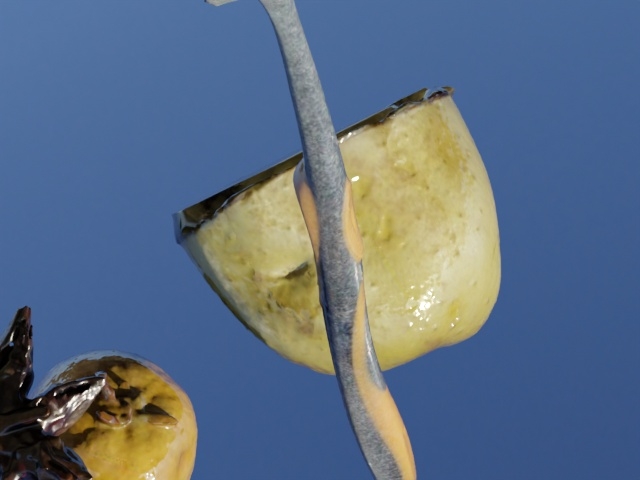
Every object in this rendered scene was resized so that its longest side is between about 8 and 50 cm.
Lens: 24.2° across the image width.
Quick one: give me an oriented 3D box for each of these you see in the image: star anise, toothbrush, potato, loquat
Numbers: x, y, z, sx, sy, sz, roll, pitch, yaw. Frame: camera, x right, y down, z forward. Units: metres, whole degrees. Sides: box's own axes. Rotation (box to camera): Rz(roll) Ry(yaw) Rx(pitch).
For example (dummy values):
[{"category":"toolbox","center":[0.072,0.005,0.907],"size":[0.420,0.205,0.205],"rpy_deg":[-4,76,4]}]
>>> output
[{"category":"star anise","center":[-0.254,0.139,1.234],"size":[0.212,0.053,0.157],"rpy_deg":[24,-108,28]},{"category":"toothbrush","center":[0.003,0.000,0.536],"size":[0.031,0.321,0.023],"rpy_deg":[-1,-135,19]},{"category":"potato","center":[0.040,0.007,1.297],"size":[0.285,0.242,0.242],"rpy_deg":[-26,-138,-36]},{"category":"loquat","center":[-0.237,0.228,1.614],"size":[0.193,0.238,0.238],"rpy_deg":[30,-137,-11]}]
